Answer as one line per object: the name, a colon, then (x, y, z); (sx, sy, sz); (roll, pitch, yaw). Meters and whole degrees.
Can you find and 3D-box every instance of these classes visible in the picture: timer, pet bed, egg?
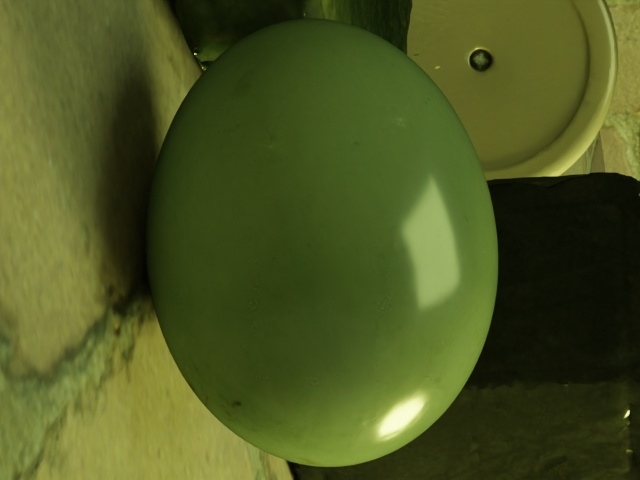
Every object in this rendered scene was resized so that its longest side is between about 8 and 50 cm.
timer: (0.086, -0.119, 1.333); (0.266, 0.175, 0.175); (-144, -133, -83)
pet bed: (0.089, 0.055, 1.049); (0.159, 0.211, 0.183); (-46, 131, -75)
egg: (0.000, 0.000, 0.837); (0.149, 0.149, 0.192); (19, 64, -75)

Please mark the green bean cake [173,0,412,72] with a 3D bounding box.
green bean cake: (-0.010, -0.143, 0.979); (0.183, 0.094, 0.185); (56, 31, -63)
